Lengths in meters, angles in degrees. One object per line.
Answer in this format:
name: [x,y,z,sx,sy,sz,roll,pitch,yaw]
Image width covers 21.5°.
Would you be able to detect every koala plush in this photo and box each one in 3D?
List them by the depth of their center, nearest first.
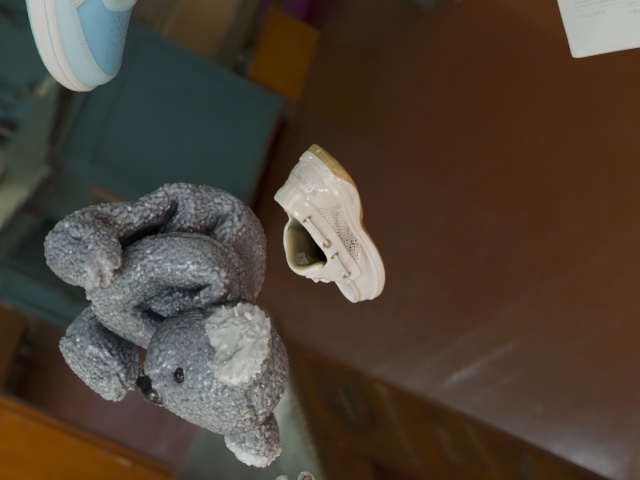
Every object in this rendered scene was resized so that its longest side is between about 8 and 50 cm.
koala plush: [-0.101,0.078,1.451,0.221,0.203,0.196,51,155,37]

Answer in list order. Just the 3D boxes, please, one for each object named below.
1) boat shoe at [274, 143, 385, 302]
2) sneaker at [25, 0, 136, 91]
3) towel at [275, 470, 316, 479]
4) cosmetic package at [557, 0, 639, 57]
boat shoe: [0.000,0.000,1.909,0.096,0.277,0.098,-41,57,-12]
sneaker: [-0.152,-0.282,1.530,0.127,0.208,0.319,-36,-47,-64]
towel: [0.012,0.367,1.600,0.187,0.049,0.282,-96,-8,-45]
cosmetic package: [0.301,-0.312,1.367,0.377,0.097,0.284,2,113,66]
